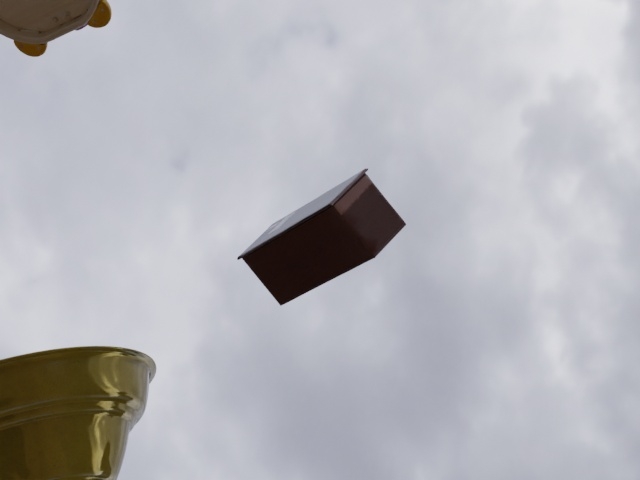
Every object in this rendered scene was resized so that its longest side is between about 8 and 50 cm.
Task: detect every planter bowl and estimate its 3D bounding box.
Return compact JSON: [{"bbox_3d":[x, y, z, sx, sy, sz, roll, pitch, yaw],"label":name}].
[{"bbox_3d":[-0.219,0.163,1.168,0.217,0.090,0.217,-15,-20,-6],"label":"planter bowl"}]

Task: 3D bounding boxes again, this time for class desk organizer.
[{"bbox_3d":[0.000,0.000,1.128,0.050,0.047,0.130,51,-37,-8],"label":"desk organizer"}]

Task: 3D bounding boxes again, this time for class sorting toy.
[{"bbox_3d":[-0.114,-0.129,0.734,0.083,0.075,0.045,-18,-66,31],"label":"sorting toy"}]
